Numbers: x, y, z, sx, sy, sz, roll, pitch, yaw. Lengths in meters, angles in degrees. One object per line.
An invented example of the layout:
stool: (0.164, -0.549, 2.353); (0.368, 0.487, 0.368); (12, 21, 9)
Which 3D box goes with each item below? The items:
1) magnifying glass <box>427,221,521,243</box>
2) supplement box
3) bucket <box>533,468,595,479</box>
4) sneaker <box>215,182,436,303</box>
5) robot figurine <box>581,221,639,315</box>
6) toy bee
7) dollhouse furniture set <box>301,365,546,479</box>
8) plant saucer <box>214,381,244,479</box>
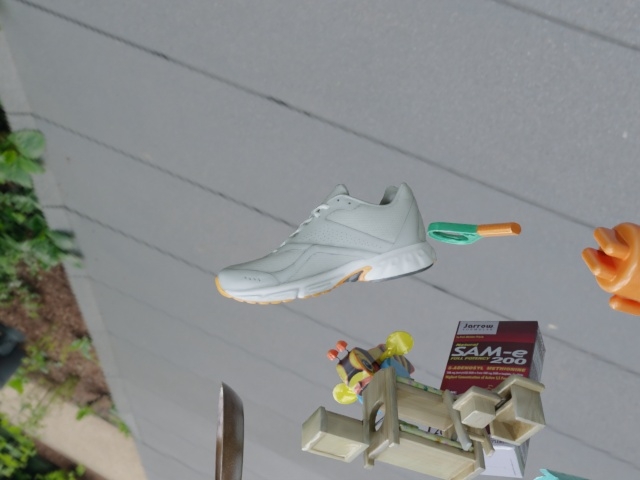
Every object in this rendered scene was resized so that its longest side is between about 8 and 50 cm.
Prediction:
magnifying glass: (0.296, -0.016, 1.569); (0.092, 0.026, 0.231); (20, 166, -29)
supplement box: (0.248, 0.226, 1.194); (0.130, 0.239, 0.073); (-3, 128, 26)
bucket: (0.463, 0.543, 1.401); (0.183, 0.281, 0.281); (7, 144, 8)
sneaker: (0.000, 0.000, 0.955); (0.099, 0.262, 0.121); (-179, 77, -77)
robot figurine: (0.558, 0.046, 1.376); (0.219, 0.158, 0.128); (15, 168, -12)
toy bee: (0.098, 0.245, 1.565); (0.162, 0.195, 0.298); (46, 177, 5)
dollhouse furniture set: (0.099, 0.151, 0.804); (0.181, 0.101, 0.161); (21, 133, -19)
plant saucer: (-0.140, 0.318, 1.247); (0.036, 0.199, 0.199); (4, 149, -10)
